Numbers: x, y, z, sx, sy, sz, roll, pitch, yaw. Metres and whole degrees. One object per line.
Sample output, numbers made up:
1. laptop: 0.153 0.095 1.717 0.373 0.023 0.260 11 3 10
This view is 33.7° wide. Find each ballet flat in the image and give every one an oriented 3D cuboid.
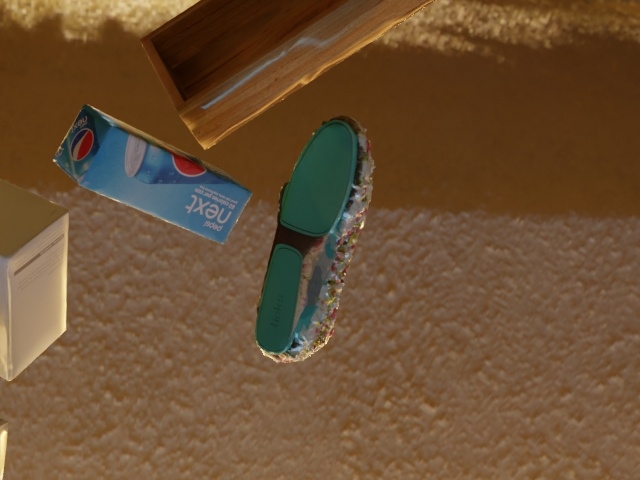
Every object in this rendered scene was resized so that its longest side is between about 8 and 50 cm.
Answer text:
1. ballet flat: 0.000 0.000 0.981 0.091 0.240 0.077 29 -164 34

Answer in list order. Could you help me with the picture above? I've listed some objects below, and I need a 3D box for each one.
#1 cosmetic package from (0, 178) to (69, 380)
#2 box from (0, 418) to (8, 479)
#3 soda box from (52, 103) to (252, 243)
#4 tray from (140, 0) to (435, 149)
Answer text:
1. cosmetic package: -0.473 0.033 1.442 0.224 0.224 0.138 24 -142 14
2. box: -0.586 0.276 1.257 0.346 0.168 0.215 13 -169 17
3. soda box: -0.176 -0.068 1.138 0.210 0.071 0.067 24 -171 -47
4. tray: -0.014 -0.294 1.320 0.411 0.076 0.202 -33 -138 1
